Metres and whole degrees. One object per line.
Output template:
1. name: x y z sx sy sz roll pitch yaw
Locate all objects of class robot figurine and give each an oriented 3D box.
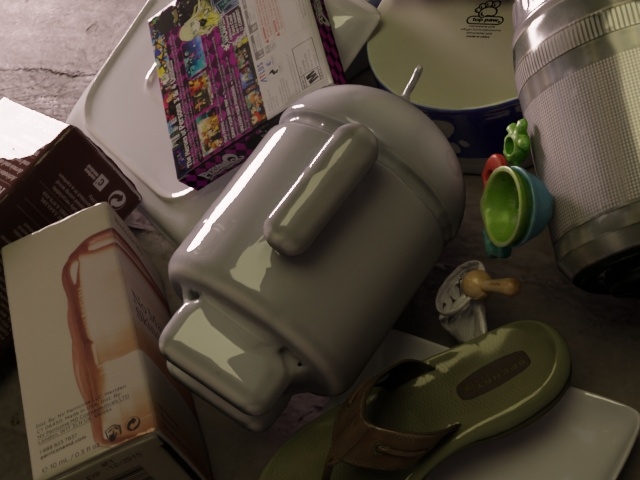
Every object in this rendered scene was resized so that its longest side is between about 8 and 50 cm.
1. robot figurine: 0.000 0.000 1.082 0.200 0.300 0.353 34 72 7

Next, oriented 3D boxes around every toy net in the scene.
1. toy net: 0.141 0.006 1.050 0.045 0.232 0.122 -1 49 -21

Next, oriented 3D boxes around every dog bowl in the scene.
1. dog bowl: 0.187 -0.205 1.260 0.265 0.104 0.265 -12 52 16

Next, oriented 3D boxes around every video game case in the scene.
1. video game case: -0.084 -0.200 1.269 0.210 0.042 0.232 -30 57 24

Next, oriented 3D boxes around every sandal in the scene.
1. sandal: 0.070 0.147 1.001 0.303 0.086 0.120 -33 48 -1

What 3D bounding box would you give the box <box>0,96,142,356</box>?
1. box: -0.405 0.028 1.317 0.191 0.143 0.381 22 68 47

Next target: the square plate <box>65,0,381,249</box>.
1. square plate: -0.140 -0.192 1.368 0.344 0.049 0.347 40 97 40

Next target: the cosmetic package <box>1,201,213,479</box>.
1. cosmetic package: -0.213 0.127 1.166 0.129 0.153 0.296 -25 50 3

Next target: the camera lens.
1. camera lens: 0.290 -0.098 1.014 0.219 0.219 0.274 -14 73 14

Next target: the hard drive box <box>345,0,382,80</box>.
1. hard drive box: 0.060 -0.317 1.413 0.232 0.089 0.181 -34 48 -1

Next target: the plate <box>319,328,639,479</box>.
1. plate: 0.100 0.229 1.014 0.278 0.045 0.277 16 64 33
